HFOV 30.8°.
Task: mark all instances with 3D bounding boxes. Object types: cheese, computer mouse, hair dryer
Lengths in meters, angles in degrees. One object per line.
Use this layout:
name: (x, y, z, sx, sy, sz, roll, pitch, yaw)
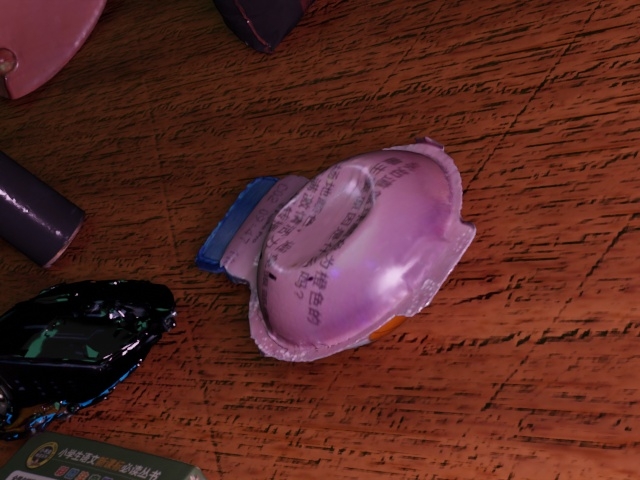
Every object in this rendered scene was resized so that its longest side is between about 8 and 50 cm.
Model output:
cheese: (0.000, 0.000, 0.820, 0.286, 0.074, 0.189, 10, 60, 55)
cheese: (-0.388, -0.269, 1.466, 0.128, 0.203, 0.177, 22, 101, 53)
computer mouse: (-0.216, 0.084, 0.927, 0.242, 0.077, 0.146, -19, 29, 30)
hair dryer: (-0.346, -0.031, 1.191, 0.255, 0.128, 0.070, -7, 48, 57)

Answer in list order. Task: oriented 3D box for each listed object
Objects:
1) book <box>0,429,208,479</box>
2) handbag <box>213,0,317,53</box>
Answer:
book: (-0.220, 0.237, 0.774, 0.202, 0.027, 0.264, 0, 38, 46)
handbag: (-0.041, -0.315, 1.121, 0.215, 0.169, 0.155, -46, 34, -4)
